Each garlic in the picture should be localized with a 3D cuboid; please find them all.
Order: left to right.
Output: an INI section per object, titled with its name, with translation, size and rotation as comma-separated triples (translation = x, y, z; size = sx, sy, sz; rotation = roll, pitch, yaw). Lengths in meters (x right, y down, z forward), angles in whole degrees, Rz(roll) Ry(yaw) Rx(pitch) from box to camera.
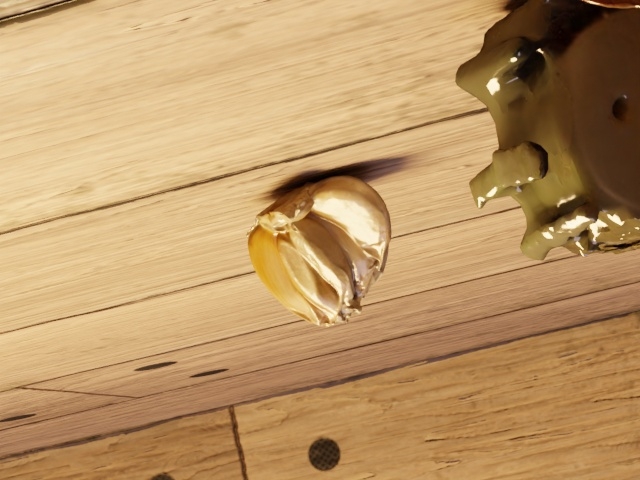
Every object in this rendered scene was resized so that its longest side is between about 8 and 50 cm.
[garlic]
translation = 0.004, 0.001, 1.246
size = 0.113, 0.094, 0.074
rotation = -29, -158, 45

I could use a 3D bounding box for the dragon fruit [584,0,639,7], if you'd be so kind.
[dragon fruit]
translation = 0.152, -0.117, 0.738
size = 0.190, 0.094, 0.094
rotation = 8, -177, 32

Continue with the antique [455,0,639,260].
[antique]
translation = 0.207, -0.068, 0.919
size = 0.284, 0.125, 0.150
rotation = -8, 170, -24
